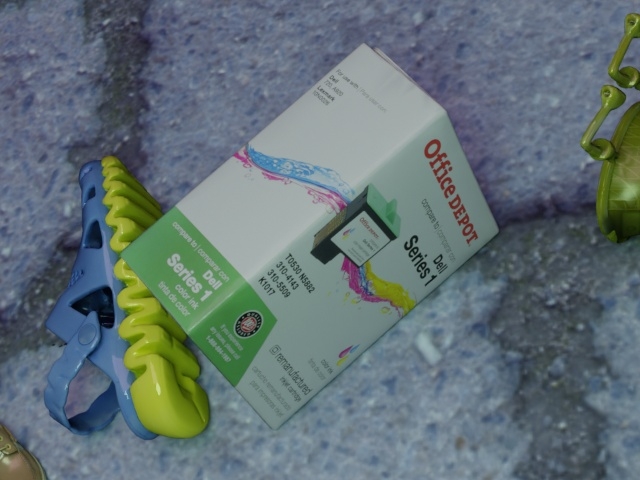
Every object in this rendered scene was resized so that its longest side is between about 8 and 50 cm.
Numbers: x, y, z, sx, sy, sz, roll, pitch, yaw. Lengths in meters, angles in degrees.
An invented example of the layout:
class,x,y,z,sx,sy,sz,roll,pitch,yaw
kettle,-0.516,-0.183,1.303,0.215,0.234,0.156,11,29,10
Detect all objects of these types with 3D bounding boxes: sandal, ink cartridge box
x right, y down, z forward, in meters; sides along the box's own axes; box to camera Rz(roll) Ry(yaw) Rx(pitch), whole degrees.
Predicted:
class,x,y,z,sx,sy,sz,roll,pitch,yaw
sandal,-0.203,0.056,1.282,0.138,0.126,0.317,-23,52,14
ink cartridge box,0.000,0.000,1.175,0.278,0.201,0.117,-41,54,-6

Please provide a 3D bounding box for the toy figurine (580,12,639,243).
class,x,y,z,sx,sy,sz,roll,pitch,yaw
toy figurine,0.380,-0.159,1.131,0.217,0.191,0.362,15,67,25

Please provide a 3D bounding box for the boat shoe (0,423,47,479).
class,x,y,z,sx,sy,sz,roll,pitch,yaw
boat shoe,-0.307,0.199,1.279,0.135,0.045,0.050,34,77,35
